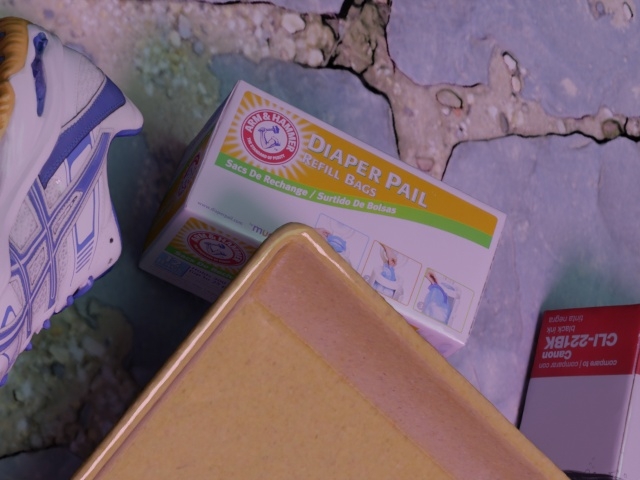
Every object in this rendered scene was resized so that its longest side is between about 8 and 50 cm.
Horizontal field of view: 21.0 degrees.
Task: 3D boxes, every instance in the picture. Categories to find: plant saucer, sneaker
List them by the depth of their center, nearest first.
[{"bbox_3d":[-0.176,0.018,1.021,0.131,0.112,0.296,28,67,-38],"label":"sneaker"},{"bbox_3d":[-0.033,0.202,1.098,0.333,0.081,0.333,44,80,-29],"label":"plant saucer"}]

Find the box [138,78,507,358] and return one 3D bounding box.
[{"bbox_3d":[0.000,0.000,1.134,0.203,0.114,0.103,26,62,-10],"label":"box"}]

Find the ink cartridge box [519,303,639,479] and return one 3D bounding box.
[{"bbox_3d":[0.253,0.213,1.395,0.197,0.114,0.273,31,64,-38],"label":"ink cartridge box"}]
